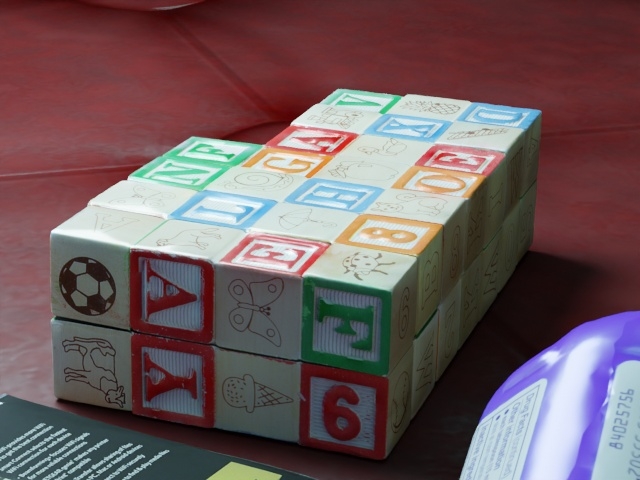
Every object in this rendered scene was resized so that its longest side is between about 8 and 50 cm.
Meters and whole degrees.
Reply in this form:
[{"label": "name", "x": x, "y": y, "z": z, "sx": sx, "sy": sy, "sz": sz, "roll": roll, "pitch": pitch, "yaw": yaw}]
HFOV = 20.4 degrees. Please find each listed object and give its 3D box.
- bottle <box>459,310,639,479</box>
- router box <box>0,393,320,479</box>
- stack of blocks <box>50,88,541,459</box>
[{"label": "bottle", "x": 0.072, "y": 0.141, "z": 0.448, "sx": 0.118, "sy": 0.092, "sz": 0.283, "roll": 40, "pitch": 38, "yaw": -13}, {"label": "router box", "x": -0.085, "y": 0.162, "z": 0.525, "sx": 0.243, "sy": 0.081, "sz": 0.309, "roll": 13, "pitch": 24, "yaw": 25}, {"label": "stack of blocks", "x": 0.000, "y": 0.000, "z": 0.948, "sx": 0.171, "sy": 0.087, "sz": 0.297, "roll": 9, "pitch": 22, "yaw": 18}]
